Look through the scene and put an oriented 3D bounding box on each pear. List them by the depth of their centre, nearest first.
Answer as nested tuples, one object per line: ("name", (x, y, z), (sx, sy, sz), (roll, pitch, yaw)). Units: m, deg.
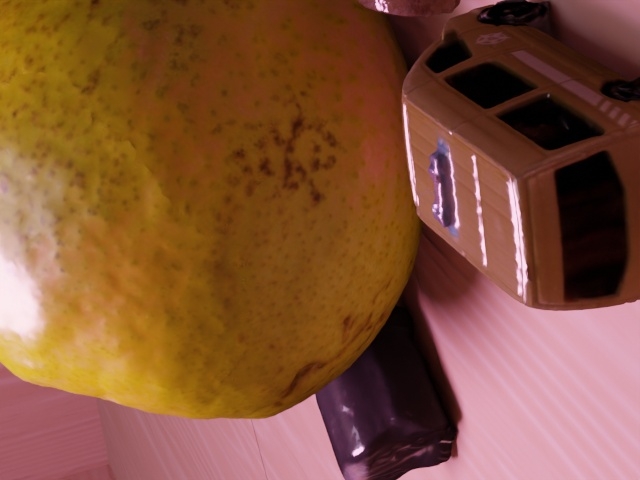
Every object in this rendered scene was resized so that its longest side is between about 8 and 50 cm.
("pear", (-0.096, -0.062, 1.425), (0.391, 0.391, 0.391), (165, 90, -76))

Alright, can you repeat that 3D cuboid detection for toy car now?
("toy car", (0.107, -0.050, 1.072), (0.257, 0.124, 0.101), (-135, 34, -62))

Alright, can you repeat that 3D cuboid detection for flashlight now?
("flashlight", (0.000, 0.000, 1.634), (0.103, 0.103, 0.424), (99, 155, -59))

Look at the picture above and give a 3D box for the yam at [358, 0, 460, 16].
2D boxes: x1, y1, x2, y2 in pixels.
("yam", (0.048, -0.209, 1.239), (0.084, 0.084, 0.127), (-128, 30, -58))
